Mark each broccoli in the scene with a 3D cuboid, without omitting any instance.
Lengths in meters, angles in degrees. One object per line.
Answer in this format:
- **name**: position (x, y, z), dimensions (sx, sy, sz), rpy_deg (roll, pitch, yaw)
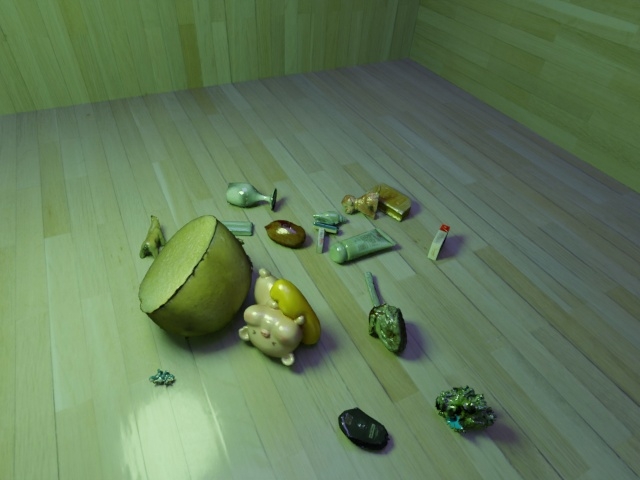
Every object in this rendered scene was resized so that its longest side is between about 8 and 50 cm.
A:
- **broccoli**: position (0.459, 0.533, 1.331), dimensions (0.154, 0.160, 0.167), rpy_deg (-39, 65, -4)

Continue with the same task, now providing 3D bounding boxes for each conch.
- **conch**: position (0.052, -0.100, 2.046), dimensions (0.180, 0.065, 0.088), rpy_deg (3, 52, -9)

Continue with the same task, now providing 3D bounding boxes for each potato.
- **potato**: position (-0.437, 0.164, 1.575), dimensions (0.385, 0.319, 0.442), rpy_deg (-18, 39, 38)

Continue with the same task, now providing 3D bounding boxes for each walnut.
- **walnut**: position (-0.163, -0.034, 1.925), dimensions (0.207, 0.116, 0.116), rpy_deg (15, 44, 12)

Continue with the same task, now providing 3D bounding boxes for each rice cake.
- **rice cake**: position (-0.432, -0.061, 1.981), dimensions (0.221, 0.042, 0.080), rpy_deg (1, 44, -3)
- **rice cake**: position (0.218, 0.213, 1.744), dimensions (0.033, 0.033, 0.208), rpy_deg (-5, 44, -7)

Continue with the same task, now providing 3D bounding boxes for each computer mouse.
- **computer mouse**: position (0.131, 0.594, 1.313), dimensions (0.172, 0.057, 0.099), rpy_deg (24, 43, 4)

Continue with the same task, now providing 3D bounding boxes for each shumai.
- **shumai**: position (0.238, 0.327, 1.557), dimensions (0.142, 0.184, 0.184), rpy_deg (-11, 39, 19)

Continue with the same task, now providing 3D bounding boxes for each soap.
- **soap**: position (0.364, -0.202, 2.175), dimensions (0.232, 0.073, 0.140), rpy_deg (36, 56, 28)

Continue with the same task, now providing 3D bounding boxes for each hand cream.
- **hand cream**: position (0.185, 0.018, 1.911), dimensions (0.305, 0.093, 0.147), rpy_deg (-19, 42, -25)

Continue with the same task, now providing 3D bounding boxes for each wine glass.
- **wine glass**: position (-0.343, -0.222, 2.102), dimensions (0.241, 0.126, 0.126), rpy_deg (10, 43, 3)

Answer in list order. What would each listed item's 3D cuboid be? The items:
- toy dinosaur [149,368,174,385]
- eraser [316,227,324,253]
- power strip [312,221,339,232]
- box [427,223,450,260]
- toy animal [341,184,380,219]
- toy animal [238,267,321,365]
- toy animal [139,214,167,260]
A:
- **toy dinosaur**: position (-0.534, 0.463, 1.414), dimensions (0.083, 0.031, 0.047), rpy_deg (10, 41, 6)
- **eraser**: position (0.000, 0.000, 1.942), dimensions (0.029, 0.052, 0.122), rpy_deg (6, 42, 0)
- **power strip**: position (0.027, -0.060, 2.006), dimensions (0.123, 0.032, 0.056), rpy_deg (13, 5, 10)
- **box**: position (0.548, 0.008, 1.944), dimensions (0.048, 0.100, 0.152), rpy_deg (26, 47, 18)
- **toy animal**: position (0.201, -0.212, 2.094), dimensions (0.185, 0.184, 0.104), rpy_deg (15, 36, 11)
- **toy animal**: position (-0.179, 0.268, 1.499), dimensions (0.247, 0.277, 0.345), rpy_deg (-40, 60, -21)
- **toy animal**: position (-0.741, -0.010, 1.856), dimensions (0.103, 0.101, 0.219), rpy_deg (1, 43, -1)
